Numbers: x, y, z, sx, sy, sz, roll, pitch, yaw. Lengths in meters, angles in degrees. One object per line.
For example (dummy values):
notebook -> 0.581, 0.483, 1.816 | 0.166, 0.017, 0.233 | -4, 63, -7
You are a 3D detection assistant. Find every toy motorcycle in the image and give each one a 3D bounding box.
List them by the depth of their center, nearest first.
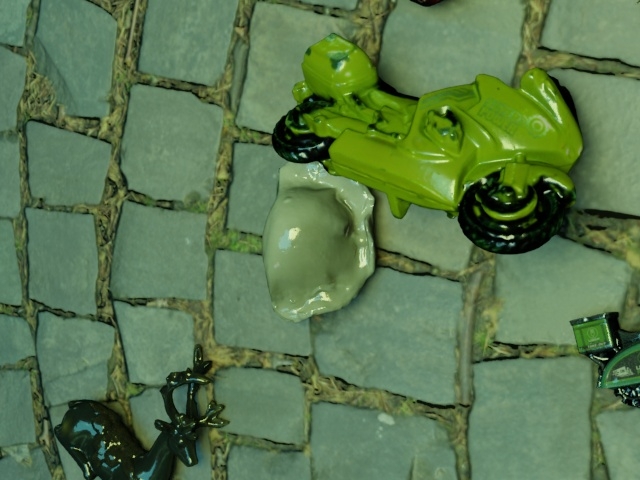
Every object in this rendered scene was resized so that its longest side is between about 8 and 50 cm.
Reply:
toy motorcycle -> 0.327, 0.097, 0.850 | 0.173, 0.058, 0.100 | -18, 79, 33
toy motorcycle -> 0.113, -0.107, 0.900 | 0.342, 0.206, 0.142 | 26, 138, 36

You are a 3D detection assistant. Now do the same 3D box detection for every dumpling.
dumpling -> 0.000, 0.000, 1.017 | 0.127, 0.108, 0.188 | 7, 83, 5

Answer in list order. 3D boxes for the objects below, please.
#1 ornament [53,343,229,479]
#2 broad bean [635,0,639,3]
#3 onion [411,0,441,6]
ornament -> -0.222, 0.220, 1.176 | 0.202, 0.080, 0.236 | 43, 116, 18
broad bean -> 0.401, -0.289, 0.758 | 0.292, 0.049, 0.144 | -14, 62, 38
onion -> 0.082, -0.331, 0.943 | 0.206, 0.151, 0.098 | 43, 80, 10
